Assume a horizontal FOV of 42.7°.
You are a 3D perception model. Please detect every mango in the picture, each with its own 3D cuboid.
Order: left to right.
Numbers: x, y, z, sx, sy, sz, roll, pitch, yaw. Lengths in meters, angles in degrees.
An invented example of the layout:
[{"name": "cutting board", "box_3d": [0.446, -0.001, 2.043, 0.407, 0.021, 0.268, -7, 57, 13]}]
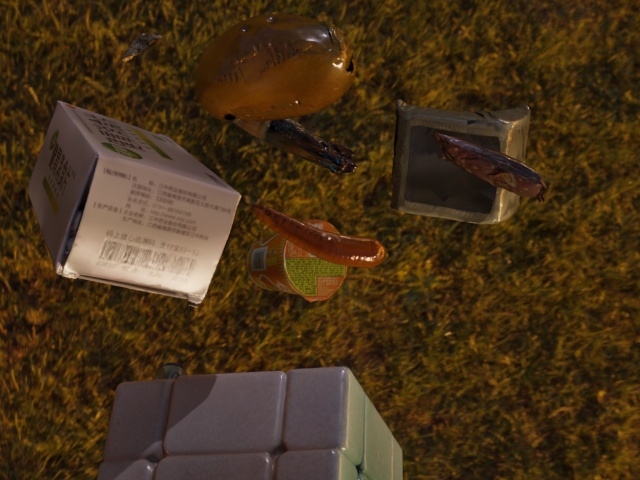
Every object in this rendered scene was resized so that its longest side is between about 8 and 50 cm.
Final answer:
[{"name": "mango", "box_3d": [-0.067, -0.241, 1.151, 0.156, 0.249, 0.151, -38, 120, -53]}]

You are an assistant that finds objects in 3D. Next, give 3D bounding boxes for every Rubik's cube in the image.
[{"name": "Rubik's cube", "box_3d": [-0.077, 0.368, 1.034, 0.319, 0.322, 0.315, -6, 58, 16]}]

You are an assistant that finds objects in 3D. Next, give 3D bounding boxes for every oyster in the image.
[{"name": "oyster", "box_3d": [-0.397, -0.427, 1.787, 0.083, 0.081, 0.038, -40, 108, -43]}]

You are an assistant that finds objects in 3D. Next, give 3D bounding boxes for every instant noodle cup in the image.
[{"name": "instant noodle cup", "box_3d": [-0.061, 0.045, 1.713, 0.168, 0.185, 0.168, 4, 84, -35]}]

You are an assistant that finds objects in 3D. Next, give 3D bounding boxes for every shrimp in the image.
[{"name": "shrimp", "box_3d": [-0.059, -0.191, 1.433, 0.290, 0.222, 0.054, 28, 100, 6]}]

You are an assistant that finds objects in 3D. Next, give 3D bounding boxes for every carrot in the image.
[{"name": "carrot", "box_3d": [0.000, 0.000, 1.467, 0.271, 0.062, 0.066, 14, 104, -16]}]

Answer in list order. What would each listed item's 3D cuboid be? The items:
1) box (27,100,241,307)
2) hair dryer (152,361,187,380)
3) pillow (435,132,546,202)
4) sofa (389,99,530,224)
[{"name": "box", "box_3d": [-0.242, -0.054, 1.008, 0.173, 0.333, 0.145, 15, 102, -29]}, {"name": "hair dryer", "box_3d": [-0.169, 0.271, 1.186, 0.199, 0.067, 0.167, 13, 54, 9]}, {"name": "pillow", "box_3d": [0.256, -0.110, 1.220, 0.185, 0.118, 0.043, 31, 88, 20]}, {"name": "sofa", "box_3d": [0.249, -0.148, 1.473, 0.176, 0.226, 0.210, -37, 131, -60]}]
